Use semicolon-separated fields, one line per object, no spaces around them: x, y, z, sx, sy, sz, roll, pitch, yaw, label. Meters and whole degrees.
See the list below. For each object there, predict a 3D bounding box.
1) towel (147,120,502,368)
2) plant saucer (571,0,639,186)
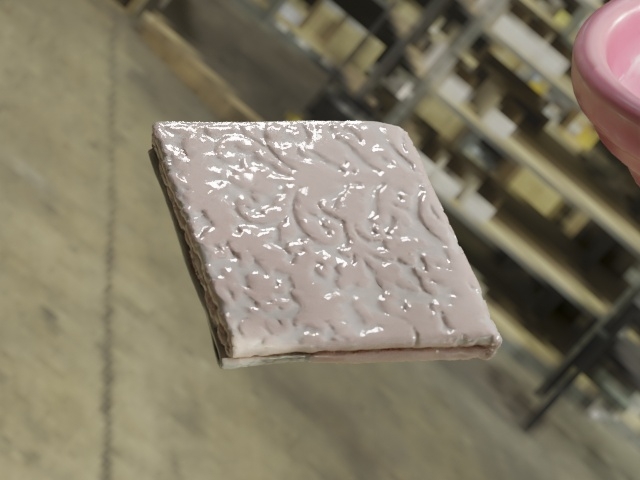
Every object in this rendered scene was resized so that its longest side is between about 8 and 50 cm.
0.000;0.000;2.023;0.317;0.053;0.331;-2;48;-24;towel
0.319;-0.077;1.167;0.332;0.084;0.332;0;29;0;plant saucer
